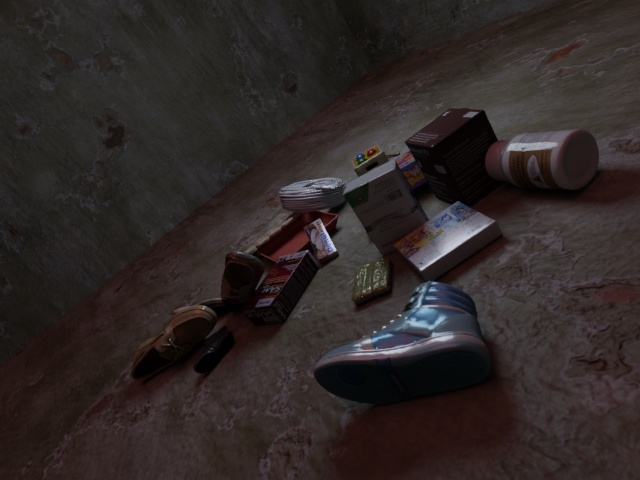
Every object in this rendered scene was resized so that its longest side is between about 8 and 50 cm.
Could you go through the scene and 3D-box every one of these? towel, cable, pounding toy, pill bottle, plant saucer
[{"bbox_3d":[0.131,0.099,1.208,0.110,0.027,0.148,-25,23,20],"label":"towel"},{"bbox_3d":[-0.026,-0.177,1.813,0.257,0.089,0.257,-7,15,12],"label":"cable"},{"bbox_3d":[0.212,-0.326,1.862,0.181,0.094,0.206,-31,23,10],"label":"pounding toy"},{"bbox_3d":[0.506,-0.188,1.119,0.131,0.131,0.229,-41,23,-14],"label":"pill bottle"},{"bbox_3d":[-0.076,-0.005,1.685,0.258,0.047,0.259,-41,22,-15],"label":"plant saucer"}]

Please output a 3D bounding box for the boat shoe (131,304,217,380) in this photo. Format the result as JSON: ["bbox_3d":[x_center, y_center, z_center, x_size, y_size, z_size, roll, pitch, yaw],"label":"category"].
[{"bbox_3d":[-0.452,0.325,1.474,0.341,0.122,0.110,-38,25,20],"label":"boat shoe"}]

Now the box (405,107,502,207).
[{"bbox_3d":[0.371,-0.224,1.288,0.167,0.203,0.168,-37,22,-2],"label":"box"}]

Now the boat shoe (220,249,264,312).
[{"bbox_3d":[-0.241,0.135,1.434,0.324,0.123,0.116,106,178,-62],"label":"boat shoe"}]

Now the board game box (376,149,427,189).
[{"bbox_3d":[0.285,-0.229,1.536,0.347,0.078,0.233,-29,13,13],"label":"board game box"}]

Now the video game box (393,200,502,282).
[{"bbox_3d":[0.297,-0.001,1.149,0.205,0.048,0.187,-34,24,2],"label":"video game box"}]

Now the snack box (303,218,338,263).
[{"bbox_3d":[0.000,0.000,1.522,0.064,0.022,0.178,-28,41,2],"label":"snack box"}]

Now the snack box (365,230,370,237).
[{"bbox_3d":[0.199,-0.071,1.440,0.141,0.037,0.100,-30,21,11],"label":"snack box"}]

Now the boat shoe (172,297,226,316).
[{"bbox_3d":[-0.393,0.251,1.608,0.233,0.084,0.079,-20,62,18],"label":"boat shoe"}]

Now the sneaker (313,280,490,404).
[{"bbox_3d":[0.149,0.182,0.894,0.319,0.127,0.208,-14,31,23],"label":"sneaker"}]

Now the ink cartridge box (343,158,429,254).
[{"bbox_3d":[0.181,-0.086,1.274,0.153,0.208,0.087,-25,21,22],"label":"ink cartridge box"}]

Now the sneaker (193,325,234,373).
[{"bbox_3d":[-0.311,0.313,1.376,0.089,0.051,0.170,-7,31,50],"label":"sneaker"}]

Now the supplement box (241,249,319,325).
[{"bbox_3d":[-0.114,0.138,1.416,0.130,0.073,0.239,-15,31,40],"label":"supplement box"}]

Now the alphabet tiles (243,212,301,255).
[{"bbox_3d":[-0.185,-0.029,1.852,0.284,0.021,0.278,-40,9,-8],"label":"alphabet tiles"}]
